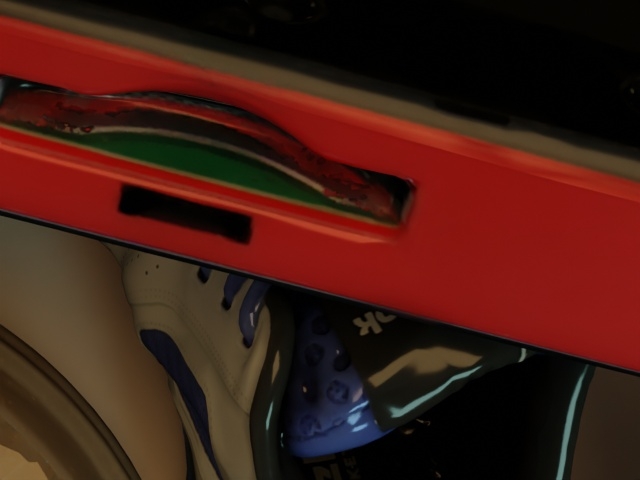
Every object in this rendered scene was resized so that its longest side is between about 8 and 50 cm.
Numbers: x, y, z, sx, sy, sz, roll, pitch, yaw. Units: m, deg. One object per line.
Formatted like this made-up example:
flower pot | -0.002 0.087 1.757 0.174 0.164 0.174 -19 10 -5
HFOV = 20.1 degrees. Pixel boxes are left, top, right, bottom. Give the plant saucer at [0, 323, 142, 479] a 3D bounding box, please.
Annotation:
plant saucer | -0.168 0.138 0.506 0.277 0.041 0.278 1 87 -16

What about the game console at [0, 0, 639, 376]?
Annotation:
game console | 0.039 -0.098 0.542 0.386 0.060 0.342 15 35 -5

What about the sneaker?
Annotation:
sneaker | 0.000 0.001 0.540 0.127 0.182 0.316 -17 80 -21
